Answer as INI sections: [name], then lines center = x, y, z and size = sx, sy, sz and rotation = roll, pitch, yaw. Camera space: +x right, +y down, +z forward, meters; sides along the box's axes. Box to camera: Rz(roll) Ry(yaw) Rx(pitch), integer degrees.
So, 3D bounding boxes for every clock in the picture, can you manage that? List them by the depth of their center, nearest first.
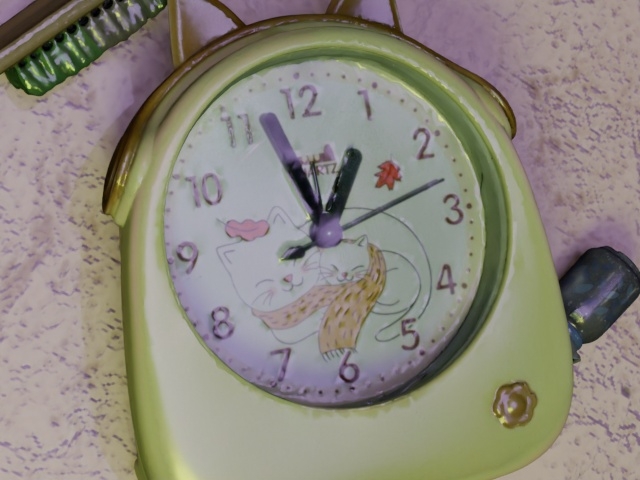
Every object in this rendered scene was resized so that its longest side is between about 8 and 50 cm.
[clock]
center = 0.000, 0.000, 1.007
size = 0.286, 0.117, 0.348
rotation = -10, 90, -17

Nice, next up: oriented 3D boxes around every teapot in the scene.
[teapot]
center = 0.181, 0.039, 1.093
size = 0.083, 0.049, 0.063
rotation = -45, 100, -13

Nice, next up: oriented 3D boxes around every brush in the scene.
[brush]
center = -0.214, -0.097, 0.981
size = 0.282, 0.054, 0.048
rotation = -37, 117, -14
